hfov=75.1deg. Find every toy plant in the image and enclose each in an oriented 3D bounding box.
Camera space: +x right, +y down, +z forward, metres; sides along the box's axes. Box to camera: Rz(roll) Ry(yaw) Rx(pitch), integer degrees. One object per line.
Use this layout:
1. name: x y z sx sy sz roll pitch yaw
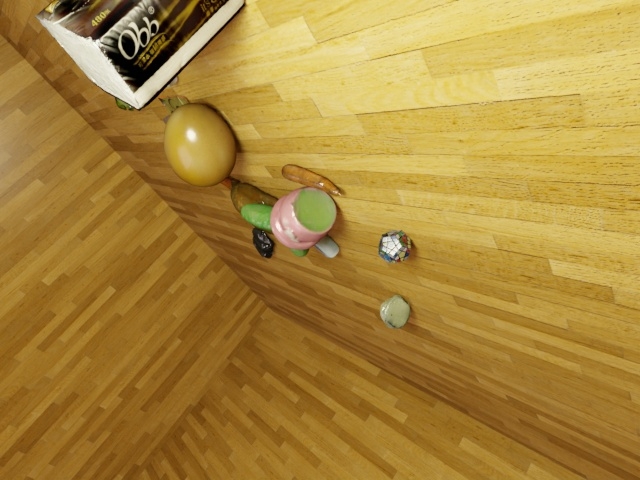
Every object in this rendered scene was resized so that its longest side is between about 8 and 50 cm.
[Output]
1. toy plant: -0.109 -0.082 1.525 0.316 0.211 0.356 35 162 -15

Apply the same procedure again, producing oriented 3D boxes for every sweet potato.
1. sweet potato: -0.274 -0.143 1.788 0.369 0.158 0.158 30 158 20

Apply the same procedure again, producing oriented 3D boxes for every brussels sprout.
1. brussels sprout: -0.860 -0.640 1.835 0.181 0.100 0.139 43 152 46

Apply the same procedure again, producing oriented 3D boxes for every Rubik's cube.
1. Rubik's cube: 0.235 0.020 1.324 0.111 0.111 0.093 7 118 56

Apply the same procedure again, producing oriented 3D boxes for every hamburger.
1. hamburger: 0.316 0.302 1.738 0.140 0.133 0.062 53 166 -12

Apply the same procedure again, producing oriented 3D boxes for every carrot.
1. carrot: -0.028 -0.198 1.375 0.247 0.059 0.059 25 156 26
2. carrot: -0.452 -0.280 1.956 0.224 0.057 0.057 28 158 36

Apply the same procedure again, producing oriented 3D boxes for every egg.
1. egg: -0.432 -0.340 1.495 0.250 0.250 0.323 31 148 22

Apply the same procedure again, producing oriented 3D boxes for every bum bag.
1. bum bag: -0.323 0.029 2.343 0.142 0.080 0.326 39 161 10

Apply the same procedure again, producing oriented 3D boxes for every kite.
1. kite: -0.554 -0.490 1.727 0.327 0.013 0.377 39 160 1

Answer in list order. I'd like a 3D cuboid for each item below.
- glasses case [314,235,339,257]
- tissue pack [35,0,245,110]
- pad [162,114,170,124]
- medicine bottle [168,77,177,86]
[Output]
1. glasses case: 0.000 0.000 1.730 0.178 0.067 0.045 42 160 -7
2. tissue pack: -0.350 -0.485 0.881 0.209 0.370 0.198 28 162 26
3. pad: -0.607 -0.459 1.905 0.266 0.002 0.176 50 157 -27
4. medicine bottle: -0.551 -0.586 1.461 0.089 0.052 0.052 39 160 0
